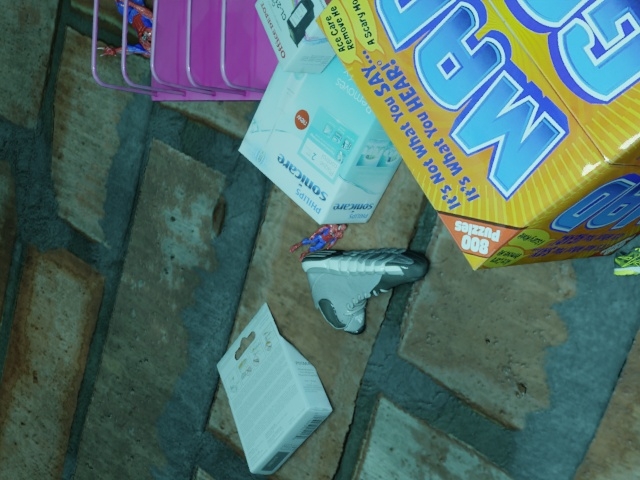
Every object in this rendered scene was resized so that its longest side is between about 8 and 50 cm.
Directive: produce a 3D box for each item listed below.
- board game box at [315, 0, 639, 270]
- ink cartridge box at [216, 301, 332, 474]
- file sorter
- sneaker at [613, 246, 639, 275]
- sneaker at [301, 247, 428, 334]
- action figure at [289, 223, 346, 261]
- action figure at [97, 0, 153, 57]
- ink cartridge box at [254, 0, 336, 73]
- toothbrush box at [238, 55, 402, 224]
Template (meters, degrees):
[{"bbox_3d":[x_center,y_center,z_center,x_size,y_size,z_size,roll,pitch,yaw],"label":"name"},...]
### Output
[{"bbox_3d":[0.292,-0.219,1.014,0.356,0.356,0.357,-43,65,32],"label":"board game box"},{"bbox_3d":[-0.086,0.255,1.566,0.189,0.066,0.232,-52,40,29],"label":"ink cartridge box"},{"bbox_3d":[-0.221,-0.345,1.523,0.290,0.182,0.202,5,95,31],"label":"file sorter"},{"bbox_3d":[0.408,0.024,1.141,0.083,0.031,0.035,-13,83,39],"label":"sneaker"},{"bbox_3d":[0.076,0.083,1.400,0.228,0.086,0.132,2,104,42],"label":"sneaker"},{"bbox_3d":[0.000,0.000,1.478,0.115,0.030,0.038,-32,108,35],"label":"action figure"},{"bbox_3d":[-0.380,-0.440,1.713,0.091,0.139,0.280,-48,66,32],"label":"action figure"},{"bbox_3d":[-0.006,-0.335,1.257,0.175,0.072,0.127,-45,61,46],"label":"ink cartridge box"},{"bbox_3d":[0.032,-0.203,1.383,0.216,0.126,0.296,44,119,30],"label":"toothbrush box"}]
